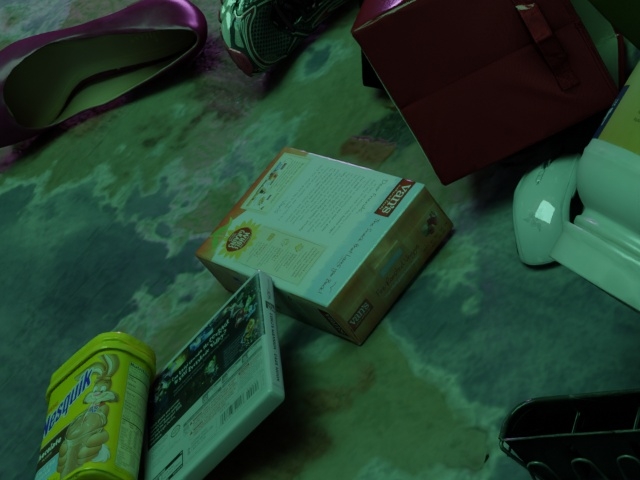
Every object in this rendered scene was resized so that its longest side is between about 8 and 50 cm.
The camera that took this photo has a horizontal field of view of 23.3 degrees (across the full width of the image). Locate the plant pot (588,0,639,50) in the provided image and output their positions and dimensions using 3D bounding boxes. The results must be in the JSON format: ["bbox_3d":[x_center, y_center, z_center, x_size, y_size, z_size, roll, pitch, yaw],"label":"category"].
[{"bbox_3d":[0.340,-0.263,1.346,0.275,0.293,0.274,-24,36,19],"label":"plant pot"}]

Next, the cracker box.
[{"bbox_3d":[0.000,0.000,1.542,0.155,0.067,0.232,-50,36,-16],"label":"cracker box"}]

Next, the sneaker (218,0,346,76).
[{"bbox_3d":[-0.012,-0.320,1.881,0.112,0.121,0.299,12,57,46],"label":"sneaker"}]

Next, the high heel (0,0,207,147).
[{"bbox_3d":[-0.324,-0.213,2.015,0.377,0.127,0.181,-34,24,0],"label":"high heel"}]

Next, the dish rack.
[{"bbox_3d":[0.209,0.231,1.082,0.208,0.074,0.271,-10,43,35],"label":"dish rack"}]

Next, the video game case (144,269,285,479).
[{"bbox_3d":[-0.104,0.144,1.453,0.190,0.022,0.173,-46,30,25],"label":"video game case"}]

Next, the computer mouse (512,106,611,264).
[{"bbox_3d":[0.215,-0.058,1.441,0.106,0.042,0.193,-15,40,27],"label":"computer mouse"}]

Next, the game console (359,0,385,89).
[{"bbox_3d":[0.124,-0.352,1.736,0.213,0.044,0.361,-26,55,40],"label":"game console"}]

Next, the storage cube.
[{"bbox_3d":[0.166,-0.198,1.486,0.193,0.183,0.215,-26,20,20],"label":"storage cube"}]

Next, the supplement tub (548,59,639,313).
[{"bbox_3d":[0.331,-0.073,1.139,0.316,0.228,0.228,-59,35,4],"label":"supplement tub"}]

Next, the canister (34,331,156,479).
[{"bbox_3d":[-0.220,0.189,1.495,0.126,0.073,0.170,-39,31,32],"label":"canister"}]
